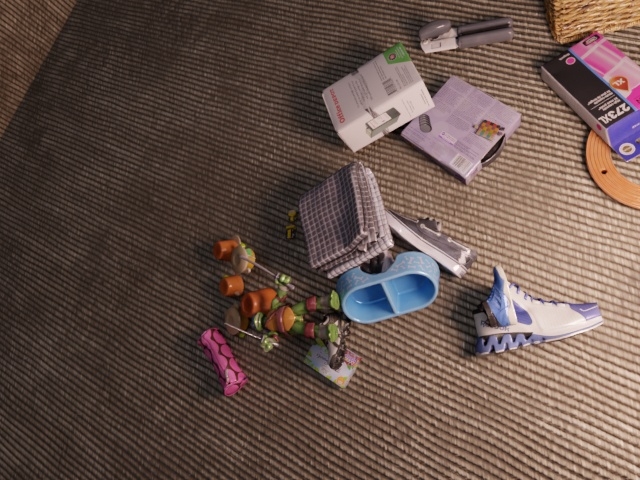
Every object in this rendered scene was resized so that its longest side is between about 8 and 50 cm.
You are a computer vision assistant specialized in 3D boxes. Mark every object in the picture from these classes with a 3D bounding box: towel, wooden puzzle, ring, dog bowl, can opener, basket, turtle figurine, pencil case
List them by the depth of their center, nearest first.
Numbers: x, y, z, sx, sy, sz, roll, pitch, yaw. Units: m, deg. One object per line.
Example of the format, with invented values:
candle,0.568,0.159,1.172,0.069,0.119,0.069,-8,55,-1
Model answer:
ring,0.883,-0.233,1.304,0.337,0.032,0.336,-5,73,18
turtle figurine,-0.097,0.196,1.340,0.267,0.274,0.197,-5,34,20
dog bowl,0.187,0.138,1.373,0.297,0.165,0.074,-19,30,14
towel,0.058,-0.061,1.416,0.235,0.121,0.283,-30,53,30
wooden puzzle,0.479,-0.314,1.416,0.083,0.006,0.049,31,87,24
basket,0.810,-0.741,1.442,0.299,0.223,0.213,-12,38,17
pencil case,-0.305,0.367,1.530,0.095,0.098,0.209,-41,65,5
can opener,0.448,-0.649,1.545,0.284,0.095,0.075,-3,75,19

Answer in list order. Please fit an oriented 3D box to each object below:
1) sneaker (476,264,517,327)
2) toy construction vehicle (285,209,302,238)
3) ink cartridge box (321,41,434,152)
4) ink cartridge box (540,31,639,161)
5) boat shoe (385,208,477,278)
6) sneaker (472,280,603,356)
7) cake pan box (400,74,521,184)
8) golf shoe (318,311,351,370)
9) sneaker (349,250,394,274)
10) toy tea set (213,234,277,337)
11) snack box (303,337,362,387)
sneaker,0.427,0.140,1.233,0.085,0.058,0.152,-13,76,16
toy construction vehicle,-0.069,-0.053,1.603,0.086,0.035,0.098,-11,68,28
ink cartridge box,0.172,-0.441,1.540,0.289,0.121,0.211,-27,54,17
ink cartridge box,0.783,-0.396,1.343,0.176,0.069,0.370,-31,60,9
boat shoe,0.302,-0.017,1.414,0.301,0.108,0.102,37,90,22
sneaker,0.528,0.175,1.263,0.316,0.127,0.182,-18,72,16
cake pan box,0.419,-0.331,1.482,0.267,0.070,0.245,41,93,25
golf shoe,0.030,0.282,1.405,0.094,0.077,0.198,3,36,11
sneaker,0.118,0.012,1.475,0.153,0.101,0.268,-21,67,16
toy tea set,-0.231,0.128,1.585,0.200,0.124,0.335,-30,67,42
snack box,0.034,0.347,1.444,0.141,0.037,0.100,28,86,25
